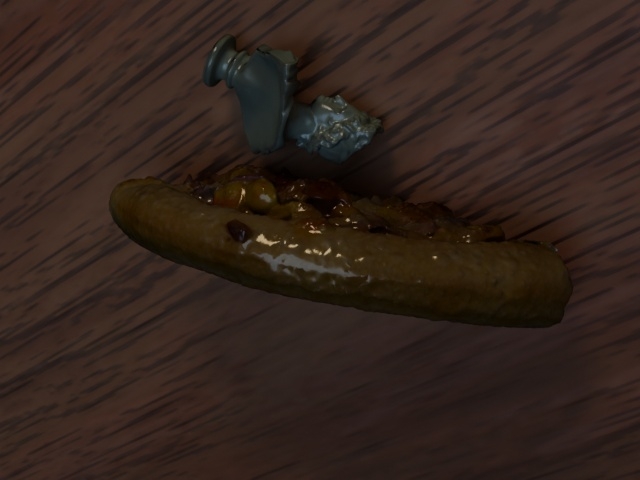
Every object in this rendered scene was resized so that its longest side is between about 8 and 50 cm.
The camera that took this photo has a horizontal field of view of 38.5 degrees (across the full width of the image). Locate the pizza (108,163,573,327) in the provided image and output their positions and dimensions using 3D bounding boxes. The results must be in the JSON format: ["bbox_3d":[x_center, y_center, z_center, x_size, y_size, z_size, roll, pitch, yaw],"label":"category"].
[{"bbox_3d":[0.001,-0.003,0.470,0.246,0.127,0.058,15,97,25],"label":"pizza"}]

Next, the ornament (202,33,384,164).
[{"bbox_3d":[-0.020,-0.072,0.480,0.092,0.041,0.068,46,142,-13],"label":"ornament"}]
